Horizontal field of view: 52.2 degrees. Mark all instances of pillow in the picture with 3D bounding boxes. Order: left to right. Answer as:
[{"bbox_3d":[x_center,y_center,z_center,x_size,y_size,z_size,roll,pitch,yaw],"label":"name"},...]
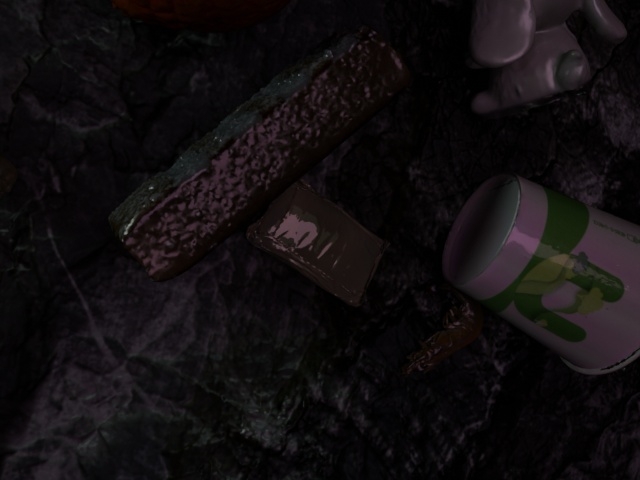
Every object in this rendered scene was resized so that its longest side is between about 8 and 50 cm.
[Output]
[{"bbox_3d":[0.000,0.000,0.932,0.208,0.053,0.119,35,77,-20],"label":"pillow"}]

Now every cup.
[{"bbox_3d":[0.346,0.035,0.984,0.274,0.253,0.253,27,84,-13],"label":"cup"}]

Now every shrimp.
[{"bbox_3d":[0.182,0.129,1.025,0.178,0.034,0.124,-28,100,-19],"label":"shrimp"}]

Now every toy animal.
[{"bbox_3d":[0.312,-0.322,0.969,0.249,0.174,0.289,-43,108,-14],"label":"toy animal"}]

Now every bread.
[{"bbox_3d":[-0.082,-0.117,0.834,0.416,0.165,0.113,-42,108,-15],"label":"bread"}]

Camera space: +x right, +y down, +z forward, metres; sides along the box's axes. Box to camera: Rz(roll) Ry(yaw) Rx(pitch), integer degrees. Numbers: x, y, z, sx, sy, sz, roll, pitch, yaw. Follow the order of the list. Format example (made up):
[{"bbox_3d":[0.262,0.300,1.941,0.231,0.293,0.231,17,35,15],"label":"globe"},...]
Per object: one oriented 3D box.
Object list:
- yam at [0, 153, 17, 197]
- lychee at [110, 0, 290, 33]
[{"bbox_3d":[-0.473,-0.166,0.728,0.317,0.071,0.067,48,40,-17],"label":"yam"},{"bbox_3d":[-0.128,-0.369,0.756,0.300,0.255,0.255,-36,109,18],"label":"lychee"}]
